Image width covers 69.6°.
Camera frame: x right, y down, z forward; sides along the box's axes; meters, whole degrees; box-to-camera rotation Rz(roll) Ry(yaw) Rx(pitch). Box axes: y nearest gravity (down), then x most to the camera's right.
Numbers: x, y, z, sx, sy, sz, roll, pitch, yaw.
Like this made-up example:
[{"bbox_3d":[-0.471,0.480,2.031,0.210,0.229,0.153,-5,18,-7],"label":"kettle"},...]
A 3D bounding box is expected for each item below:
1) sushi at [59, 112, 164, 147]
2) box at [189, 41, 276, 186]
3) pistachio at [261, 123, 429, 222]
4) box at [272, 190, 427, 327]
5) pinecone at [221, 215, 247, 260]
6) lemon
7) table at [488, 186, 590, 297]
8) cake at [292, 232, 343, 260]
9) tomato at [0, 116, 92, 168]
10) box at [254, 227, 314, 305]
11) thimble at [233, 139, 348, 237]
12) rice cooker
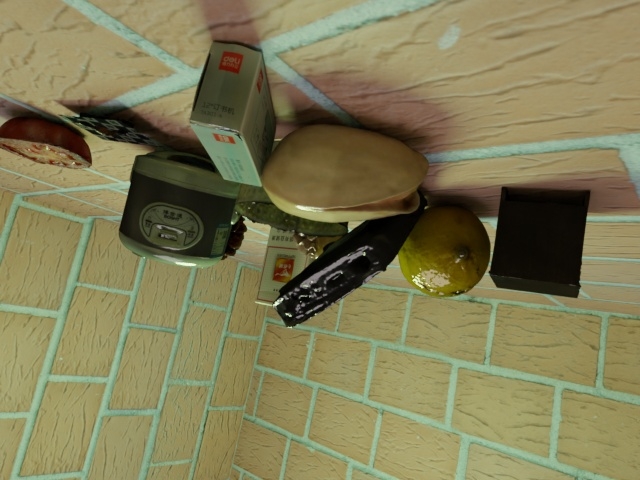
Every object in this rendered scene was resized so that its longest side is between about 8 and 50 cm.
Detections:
[{"bbox_3d":[-0.468,-0.261,1.046,0.201,0.031,0.139,11,171,22],"label":"sushi"},{"bbox_3d":[-0.134,-0.190,0.762,0.079,0.134,0.269,12,169,2],"label":"box"},{"bbox_3d":[0.043,-0.113,0.842,0.300,0.187,0.187,3,170,0],"label":"pistachio"},{"bbox_3d":[0.073,0.034,1.076,0.359,0.091,0.350,-35,-175,33],"label":"box"},{"bbox_3d":[-0.380,-0.070,1.507,0.247,0.246,0.292,6,149,27],"label":"pinecone"},{"bbox_3d":[0.312,0.023,1.161,0.229,0.228,0.253,7,-158,24],"label":"lemon"},{"bbox_3d":[0.470,0.007,0.987,0.169,0.193,0.172,6,168,28],"label":"table"},{"bbox_3d":[0.000,0.000,1.427,0.178,0.207,0.185,-2,173,2],"label":"cake"},{"bbox_3d":[-0.702,-0.255,1.190,0.225,0.084,0.225,8,168,2],"label":"tomato"},{"bbox_3d":[-0.097,0.077,1.616,0.210,0.330,0.095,4,167,37],"label":"box"},{"bbox_3d":[-0.051,-0.110,1.061,0.271,0.149,0.271,11,170,2],"label":"thimble"},{"bbox_3d":[-0.352,-0.086,1.184,0.289,0.276,0.288,18,-174,-2],"label":"rice cooker"}]
